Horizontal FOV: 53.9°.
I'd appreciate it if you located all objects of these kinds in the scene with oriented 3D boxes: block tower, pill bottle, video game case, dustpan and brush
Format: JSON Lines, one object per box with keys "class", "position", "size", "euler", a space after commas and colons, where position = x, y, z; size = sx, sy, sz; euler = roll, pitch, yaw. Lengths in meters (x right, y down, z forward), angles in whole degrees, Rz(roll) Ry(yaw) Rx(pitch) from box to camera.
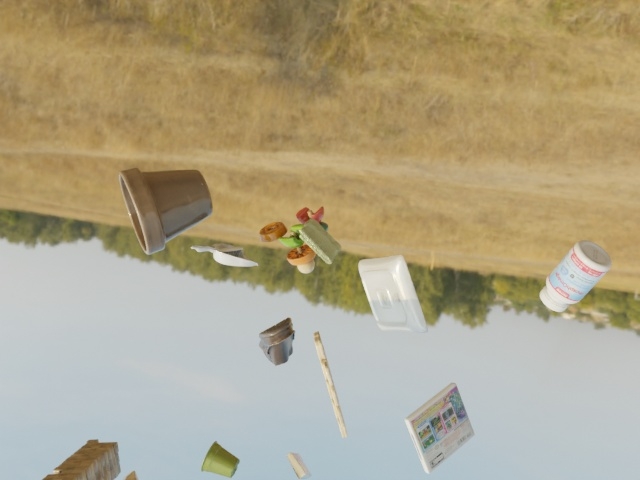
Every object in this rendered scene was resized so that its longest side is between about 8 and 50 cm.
{"class": "block tower", "position": [-0.595, 0.590, 1.507], "size": [0.097, 0.090, 0.335], "euler": [-5, -173, 9]}
{"class": "pill bottle", "position": [0.553, 0.082, 1.377], "size": [0.087, 0.160, 0.087], "euler": [15, -140, -13]}
{"class": "video game case", "position": [0.273, 0.425, 1.430], "size": [0.157, 0.143, 0.019], "euler": [-28, -166, -28]}
{"class": "dustpan and brush", "position": [-0.313, 0.037, 1.990], "size": [0.211, 0.060, 0.147], "euler": [-5, -157, -36]}

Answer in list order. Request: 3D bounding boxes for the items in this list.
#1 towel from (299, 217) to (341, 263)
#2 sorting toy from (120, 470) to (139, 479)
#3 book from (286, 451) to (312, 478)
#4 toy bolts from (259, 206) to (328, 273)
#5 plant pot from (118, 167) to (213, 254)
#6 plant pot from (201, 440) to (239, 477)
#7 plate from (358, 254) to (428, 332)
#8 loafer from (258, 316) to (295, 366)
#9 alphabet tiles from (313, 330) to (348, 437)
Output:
{"class": "towel", "position": [0.000, 0.000, 2.000], "size": [0.027, 0.148, 0.110], "euler": [-38, -171, 36]}
{"class": "sorting toy", "position": [-0.561, 0.833, 1.810], "size": [0.089, 0.255, 0.257], "euler": [-23, 176, -4]}
{"class": "book", "position": [-0.076, 0.826, 2.312], "size": [0.096, 0.035, 0.144], "euler": [54, 176, 23]}
{"class": "toy bolts", "position": [-0.071, 0.002, 2.171], "size": [0.218, 0.158, 0.228], "euler": [4, -146, 42]}
{"class": "plant pot", "position": [-0.459, -0.114, 1.906], "size": [0.229, 0.263, 0.263], "euler": [-20, -171, -21]}
{"class": "plant pot", "position": [-0.255, 0.576, 1.630], "size": [0.079, 0.083, 0.083], "euler": [23, 180, 10]}
{"class": "plate", "position": [0.235, 0.193, 2.171], "size": [0.045, 0.277, 0.278], "euler": [-20, -176, -29]}
{"class": "loafer", "position": [-0.143, 0.383, 2.325], "size": [0.134, 0.130, 0.366], "euler": [-28, 167, -14]}
{"class": "alphabet tiles", "position": [0.026, 0.401, 1.764], "size": [0.021, 0.284, 0.278], "euler": [-16, -176, -1]}
